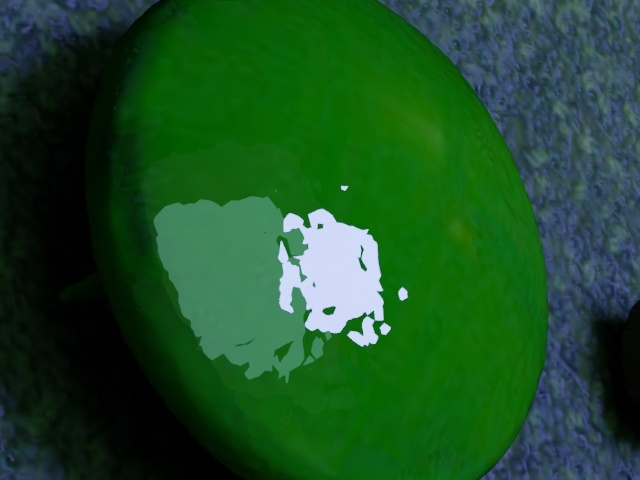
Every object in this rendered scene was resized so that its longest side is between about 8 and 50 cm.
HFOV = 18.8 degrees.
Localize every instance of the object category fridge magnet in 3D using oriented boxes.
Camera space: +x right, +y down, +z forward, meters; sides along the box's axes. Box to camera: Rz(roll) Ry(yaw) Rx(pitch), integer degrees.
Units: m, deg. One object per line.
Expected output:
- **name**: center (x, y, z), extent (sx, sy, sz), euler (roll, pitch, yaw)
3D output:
- **fridge magnet**: center (0.000, 0.000, 0.698), extent (0.208, 0.088, 0.208), euler (18, 60, -36)

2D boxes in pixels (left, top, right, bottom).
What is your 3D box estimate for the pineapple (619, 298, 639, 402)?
- **pineapple**: center (0.205, 0.056, 0.870), extent (0.159, 0.074, 0.074), euler (11, 64, -41)
